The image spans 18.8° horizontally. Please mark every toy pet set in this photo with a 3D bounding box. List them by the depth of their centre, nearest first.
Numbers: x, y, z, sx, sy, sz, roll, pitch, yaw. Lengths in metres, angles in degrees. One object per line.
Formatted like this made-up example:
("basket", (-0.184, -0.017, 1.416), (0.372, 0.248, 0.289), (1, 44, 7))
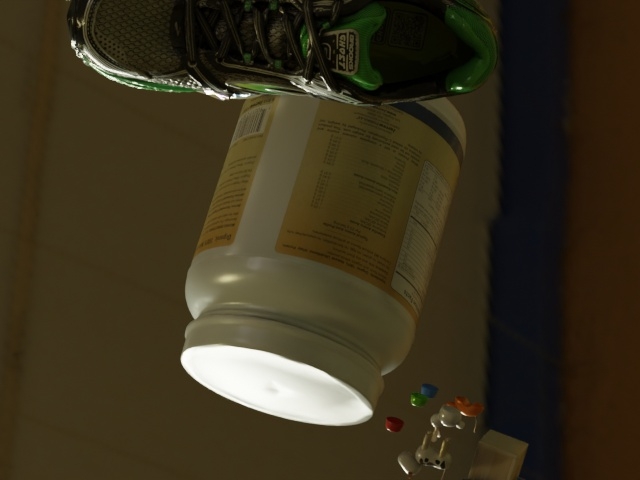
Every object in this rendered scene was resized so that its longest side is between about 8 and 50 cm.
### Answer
("toy pet set", (0.112, 0.180, 1.587), (0.122, 0.114, 0.065), (-27, -45, -67))

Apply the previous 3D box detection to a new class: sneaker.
("sneaker", (-0.024, -0.172, 1.495), (0.343, 0.146, 0.134), (-1, -75, -13))

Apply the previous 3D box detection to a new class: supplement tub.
("supplement tub", (0.000, 0.000, 1.887), (0.228, 0.228, 0.316), (36, -118, -40))

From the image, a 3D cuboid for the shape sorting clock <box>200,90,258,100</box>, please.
("shape sorting clock", (-0.132, -0.194, 1.786), (0.206, 0.206, 0.040), (41, -114, -37))
